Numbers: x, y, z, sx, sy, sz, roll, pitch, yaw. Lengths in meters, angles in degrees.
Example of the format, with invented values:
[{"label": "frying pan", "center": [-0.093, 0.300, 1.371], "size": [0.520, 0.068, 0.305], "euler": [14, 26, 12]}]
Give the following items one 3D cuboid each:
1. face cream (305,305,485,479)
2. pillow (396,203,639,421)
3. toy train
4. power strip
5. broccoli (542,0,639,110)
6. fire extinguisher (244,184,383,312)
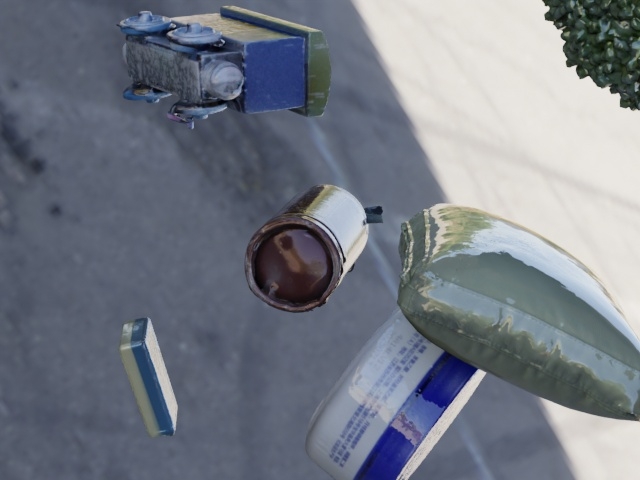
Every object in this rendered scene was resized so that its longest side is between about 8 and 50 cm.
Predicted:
[{"label": "face cream", "center": [0.077, 0.159, 1.794], "size": [0.111, 0.206, 0.206], "euler": [38, 14, 10]}, {"label": "pillow", "center": [0.189, 0.061, 1.688], "size": [0.255, 0.120, 0.322], "euler": [27, 11, -3]}, {"label": "toy train", "center": [-0.132, -0.231, 2.280], "size": [0.300, 0.202, 0.131], "euler": [28, -57, 58]}, {"label": "power strip", "center": [-0.180, 0.146, 1.870], "size": [0.056, 0.032, 0.123], "euler": [-91, 167, -62]}, {"label": "broccoli", "center": [0.350, -0.309, 1.798], "size": [0.324, 0.272, 0.334], "euler": [67, -2, -60]}, {"label": "fire extinguisher", "center": [0.000, 0.000, 1.798], "size": [0.105, 0.105, 0.269], "euler": [56, 13, -3]}]
